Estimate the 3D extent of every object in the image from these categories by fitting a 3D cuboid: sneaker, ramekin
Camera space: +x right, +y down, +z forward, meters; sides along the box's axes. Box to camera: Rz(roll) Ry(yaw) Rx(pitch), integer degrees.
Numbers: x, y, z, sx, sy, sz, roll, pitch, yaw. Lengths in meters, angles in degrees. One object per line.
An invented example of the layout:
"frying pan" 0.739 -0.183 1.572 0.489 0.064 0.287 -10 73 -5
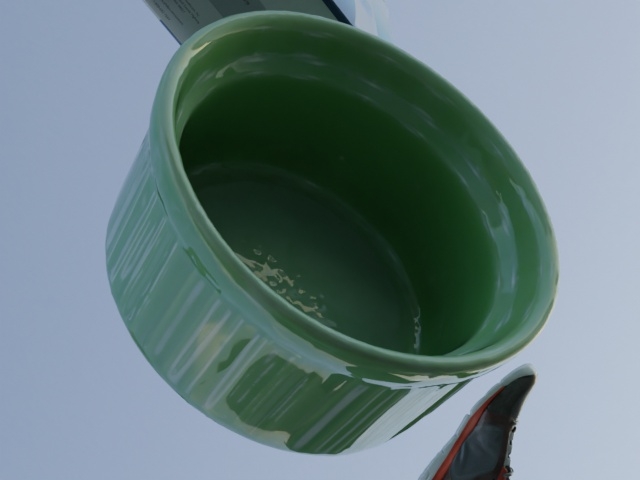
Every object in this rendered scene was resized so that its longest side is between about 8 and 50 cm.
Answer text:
"sneaker" 0.148 0.179 1.131 0.158 0.065 0.061 -53 -14 5
"ramekin" 0.000 0.000 0.908 0.303 0.303 0.148 8 -40 -31

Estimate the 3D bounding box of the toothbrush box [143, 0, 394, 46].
"toothbrush box" -0.044 -0.226 1.153 0.126 0.295 0.216 -35 -69 15
